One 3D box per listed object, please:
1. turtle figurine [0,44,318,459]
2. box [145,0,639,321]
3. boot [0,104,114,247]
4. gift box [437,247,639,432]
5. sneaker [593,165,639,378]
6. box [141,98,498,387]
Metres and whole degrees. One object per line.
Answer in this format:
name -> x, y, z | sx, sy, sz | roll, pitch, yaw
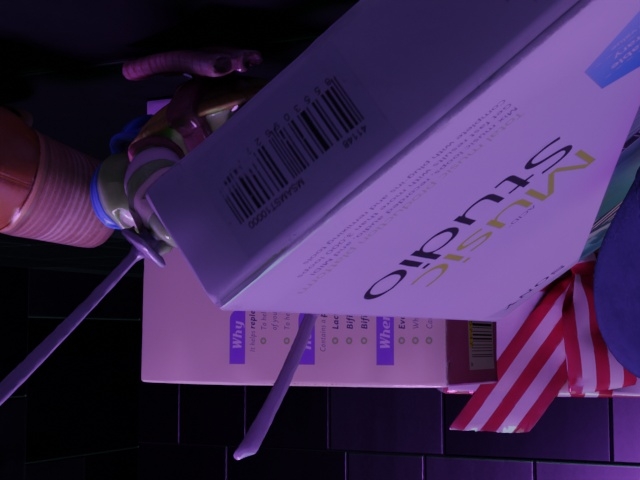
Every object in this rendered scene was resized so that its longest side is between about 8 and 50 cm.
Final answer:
turtle figurine -> -0.014, -0.010, 0.638 | 0.266, 0.275, 0.198 | -28, 128, 28
box -> 0.104, -0.053, 0.486 | 0.232, 0.058, 0.322 | -40, 162, 18
boot -> -0.291, -0.066, 0.758 | 0.220, 0.109, 0.283 | 22, -179, -45
gift box -> 0.192, 0.034, 1.038 | 0.276, 0.255, 0.258 | -3, 177, -3
sneaker -> 0.146, -0.037, 0.353 | 0.148, 0.131, 0.350 | -6, 155, -19
box -> 0.000, 0.000, 0.846 | 0.242, 0.214, 0.117 | -3, 174, 25
